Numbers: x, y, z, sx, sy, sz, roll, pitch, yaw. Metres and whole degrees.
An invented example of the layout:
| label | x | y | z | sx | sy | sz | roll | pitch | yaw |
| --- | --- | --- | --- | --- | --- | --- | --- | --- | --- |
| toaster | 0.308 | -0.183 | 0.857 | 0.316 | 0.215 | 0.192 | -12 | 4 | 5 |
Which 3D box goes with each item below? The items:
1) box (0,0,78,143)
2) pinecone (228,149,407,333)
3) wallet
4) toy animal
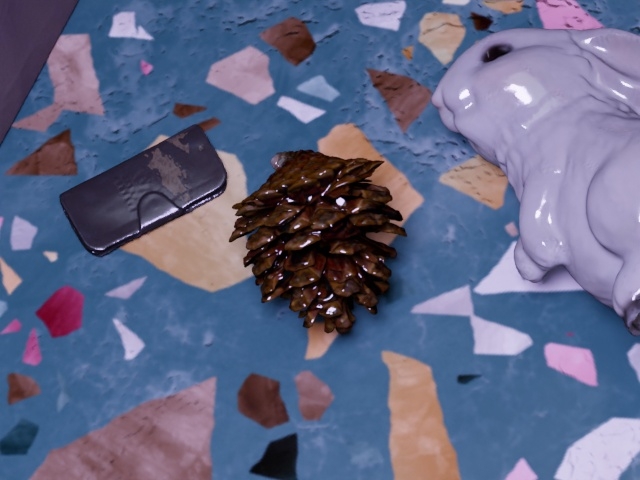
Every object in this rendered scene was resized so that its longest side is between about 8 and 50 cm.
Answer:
| label | x | y | z | sx | sy | sz | roll | pitch | yaw |
| --- | --- | --- | --- | --- | --- | --- | --- | --- | --- |
| box | -0.363 | -0.216 | 1.797 | 0.153 | 0.188 | 0.252 | 20 | 71 | 16 |
| pinecone | 0.000 | 0.000 | 1.666 | 0.174 | 0.173 | 0.173 | -3 | 64 | 6 |
| wallet | -0.168 | -0.047 | 1.782 | 0.157 | 0.018 | 0.082 | -27 | 64 | -7 |
| toy animal | 0.265 | -0.071 | 1.656 | 0.258 | 0.194 | 0.357 | -33 | 56 | 2 |
